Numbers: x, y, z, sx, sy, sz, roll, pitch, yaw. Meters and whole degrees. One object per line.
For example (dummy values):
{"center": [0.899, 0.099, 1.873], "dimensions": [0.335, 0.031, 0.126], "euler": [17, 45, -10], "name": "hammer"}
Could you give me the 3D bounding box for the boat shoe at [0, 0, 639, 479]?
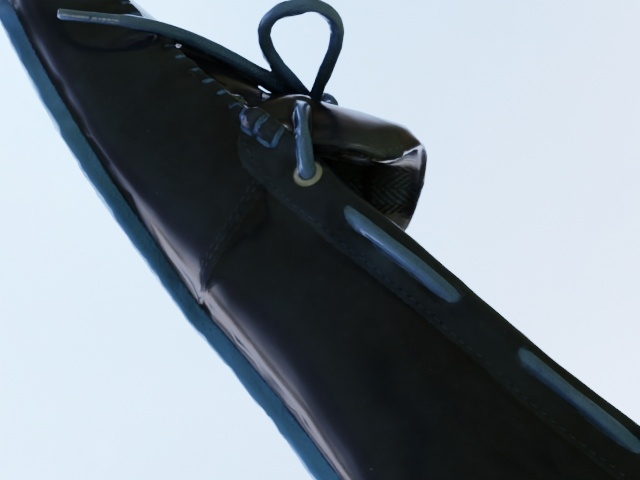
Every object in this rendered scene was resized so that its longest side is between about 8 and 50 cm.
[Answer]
{"center": [0.000, 0.000, 0.401], "dimensions": [0.089, 0.109, 0.258], "euler": [-39, -103, -2], "name": "boat shoe"}
